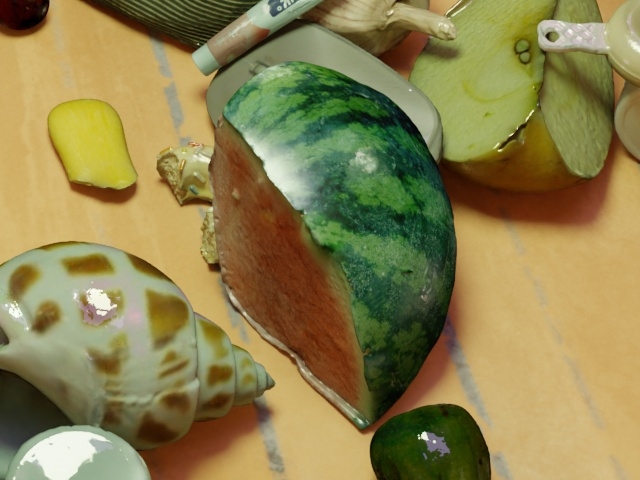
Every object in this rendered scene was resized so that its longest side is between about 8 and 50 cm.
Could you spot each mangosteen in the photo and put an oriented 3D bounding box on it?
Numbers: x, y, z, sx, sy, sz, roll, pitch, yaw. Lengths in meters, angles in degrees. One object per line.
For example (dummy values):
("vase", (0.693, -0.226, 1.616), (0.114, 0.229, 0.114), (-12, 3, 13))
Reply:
("mangosteen", (-0.388, -0.308, 1.946), (0.081, 0.081, 0.081), (3, 49, -3))

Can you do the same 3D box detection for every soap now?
("soap", (-0.273, -0.110, 1.809), (0.089, 0.033, 0.168), (-11, 51, -12))

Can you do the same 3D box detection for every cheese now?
("cheese", (0.363, -0.231, 1.748), (0.227, 0.064, 0.137), (2, 54, -1))

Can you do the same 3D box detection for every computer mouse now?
("computer mouse", (0.000, -0.144, 1.782), (0.331, 0.095, 0.197), (38, 85, 31))

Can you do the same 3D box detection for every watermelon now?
("watermelon", (0.001, -0.025, 1.571), (0.292, 0.222, 0.319), (33, 86, 29))

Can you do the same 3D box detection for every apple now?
("apple", (0.244, -0.195, 1.833), (0.254, 0.179, 0.346), (18, 53, -6))

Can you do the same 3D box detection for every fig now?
("fig", (0.120, 0.246, 1.496), (0.117, 0.117, 0.177), (-10, 61, -13))

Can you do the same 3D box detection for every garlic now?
("garlic", (0.094, -0.289, 1.879), (0.199, 0.199, 0.226), (-33, 49, -29))

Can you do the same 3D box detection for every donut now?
("donut", (-0.112, -0.054, 1.753), (0.108, 0.065, 0.166), (-18, 53, -21))

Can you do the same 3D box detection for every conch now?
("conch", (-0.235, 0.127, 1.503), (0.368, 0.197, 0.249), (11, 84, 4))

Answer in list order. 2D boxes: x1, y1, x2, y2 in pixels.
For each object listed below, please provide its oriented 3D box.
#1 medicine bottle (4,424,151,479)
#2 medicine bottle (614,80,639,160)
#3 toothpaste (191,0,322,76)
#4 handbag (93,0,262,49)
("medicine bottle", (-0.219, 0.268, 1.395), (0.135, 0.168, 0.135), (3, 50, -3))
("medicine bottle", (0.471, -0.228, 1.890), (0.165, 0.165, 0.273), (18, 52, 10))
("toothpaste", (-0.065, -0.269, 1.828), (0.205, 0.036, 0.056), (-33, 70, 12))
("handbag", (-0.151, -0.412, 1.951), (0.340, 0.240, 0.247), (27, 47, 19))
